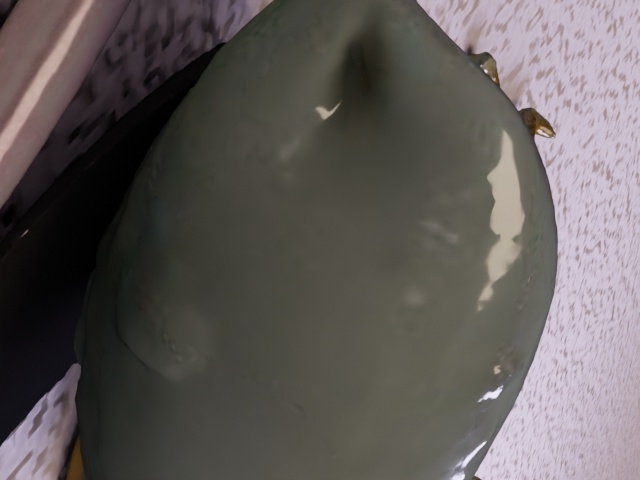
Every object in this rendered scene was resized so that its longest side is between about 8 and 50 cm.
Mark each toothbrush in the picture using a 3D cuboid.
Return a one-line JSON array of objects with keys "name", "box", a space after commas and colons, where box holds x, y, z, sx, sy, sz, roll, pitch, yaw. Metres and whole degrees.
[{"name": "toothbrush", "box": [-0.022, -0.115, 0.400, 0.307, 0.029, 0.025, -60, 164, -4]}]

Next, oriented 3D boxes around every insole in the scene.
[{"name": "insole", "box": [-0.099, 0.051, 0.418, 0.309, 0.012, 0.110, -51, 171, -33]}]

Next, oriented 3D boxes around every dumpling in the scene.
[{"name": "dumpling", "box": [-0.009, 0.003, 0.448, 0.105, 0.149, 0.217, -2, 130, -22]}]

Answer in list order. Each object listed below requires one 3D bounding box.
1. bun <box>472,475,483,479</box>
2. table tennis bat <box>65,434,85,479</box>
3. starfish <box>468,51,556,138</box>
[{"name": "bun", "box": [0.048, 0.138, 0.725, 0.086, 0.055, 0.086, -37, 154, -21]}, {"name": "table tennis bat", "box": [0.000, 0.063, 0.666, 0.198, 0.050, 0.321, -52, 156, -10]}, {"name": "starfish", "box": [0.055, 0.013, 0.803, 0.217, 0.050, 0.223, -36, 144, -41]}]
